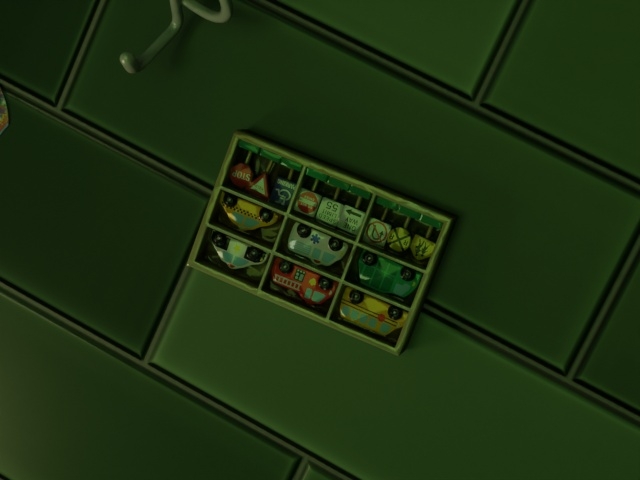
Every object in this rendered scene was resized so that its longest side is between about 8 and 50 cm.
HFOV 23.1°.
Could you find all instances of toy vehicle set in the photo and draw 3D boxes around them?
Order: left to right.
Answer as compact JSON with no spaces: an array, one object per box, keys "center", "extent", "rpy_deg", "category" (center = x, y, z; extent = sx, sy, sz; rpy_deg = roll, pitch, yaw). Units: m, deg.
[{"center":[0.000,0.000,1.742],"extent":[0.267,0.035,0.166],"rpy_deg":[22,102,13],"category":"toy vehicle set"}]

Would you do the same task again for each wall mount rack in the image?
[{"center":[-0.262,-0.328,1.643],"extent":[0.350,0.304,0.130],"rpy_deg":[37,72,16],"category":"wall mount rack"}]

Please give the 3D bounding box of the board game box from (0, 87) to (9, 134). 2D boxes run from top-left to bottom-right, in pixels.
[{"center":[-0.456,-0.144,1.868],"extent":[0.133,0.033,0.169],"rpy_deg":[46,106,7],"category":"board game box"}]
